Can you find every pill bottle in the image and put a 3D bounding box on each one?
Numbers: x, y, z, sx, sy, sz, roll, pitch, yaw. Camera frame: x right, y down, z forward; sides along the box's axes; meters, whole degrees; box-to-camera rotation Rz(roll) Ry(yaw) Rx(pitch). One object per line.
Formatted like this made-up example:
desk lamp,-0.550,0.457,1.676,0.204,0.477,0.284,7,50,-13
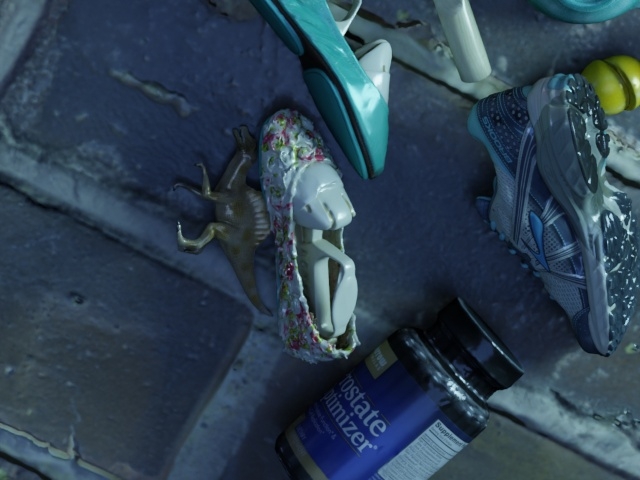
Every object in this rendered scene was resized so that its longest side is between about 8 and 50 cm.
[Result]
pill bottle,0.075,0.158,1.546,0.219,0.123,0.123,-43,103,6

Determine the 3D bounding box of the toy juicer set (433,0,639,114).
toy juicer set,0.230,-0.217,1.497,0.328,0.089,0.209,3,124,3

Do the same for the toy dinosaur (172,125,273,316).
toy dinosaur,-0.085,-0.009,1.531,0.092,0.053,0.183,-5,104,-4

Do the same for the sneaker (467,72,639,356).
sneaker,0.213,-0.021,1.537,0.122,0.110,0.283,-3,119,30

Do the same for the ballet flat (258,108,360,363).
ballet flat,0.000,0.000,1.518,0.091,0.077,0.241,-23,115,-39

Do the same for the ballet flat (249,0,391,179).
ballet flat,0.013,-0.173,1.486,0.087,0.083,0.247,-35,106,-10
